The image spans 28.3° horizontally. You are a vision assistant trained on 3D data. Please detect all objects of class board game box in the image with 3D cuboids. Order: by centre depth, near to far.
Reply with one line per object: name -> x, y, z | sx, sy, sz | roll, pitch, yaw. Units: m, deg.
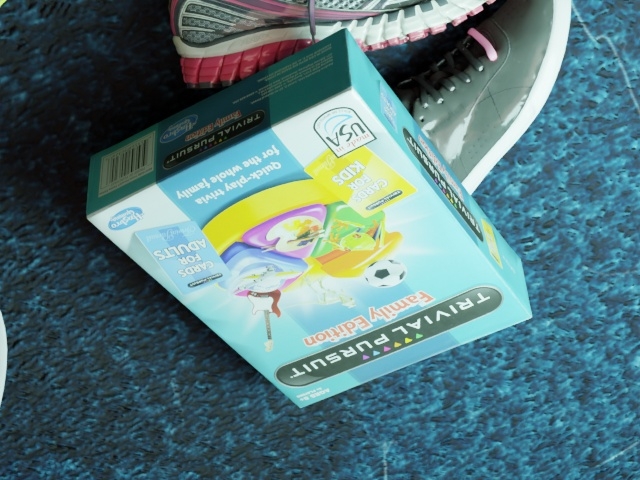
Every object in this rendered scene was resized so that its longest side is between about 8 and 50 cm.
board game box -> 0.000, 0.000, 1.117 | 0.254, 0.079, 0.336 | -24, 134, 21

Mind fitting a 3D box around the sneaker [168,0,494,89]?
sneaker -> 0.020, -0.211, 1.076 | 0.299, 0.121, 0.112 | -15, 99, -12

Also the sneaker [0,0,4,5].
sneaker -> -0.295, -0.243, 0.968 | 0.385, 0.145, 0.147 | -31, 120, -10

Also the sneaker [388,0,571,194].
sneaker -> 0.099, -0.129, 1.140 | 0.147, 0.104, 0.295 | 22, 114, -29

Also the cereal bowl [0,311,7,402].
cereal bowl -> -0.425, 0.151, 1.066 | 0.141, 0.339, 0.339 | 22, 116, 19
